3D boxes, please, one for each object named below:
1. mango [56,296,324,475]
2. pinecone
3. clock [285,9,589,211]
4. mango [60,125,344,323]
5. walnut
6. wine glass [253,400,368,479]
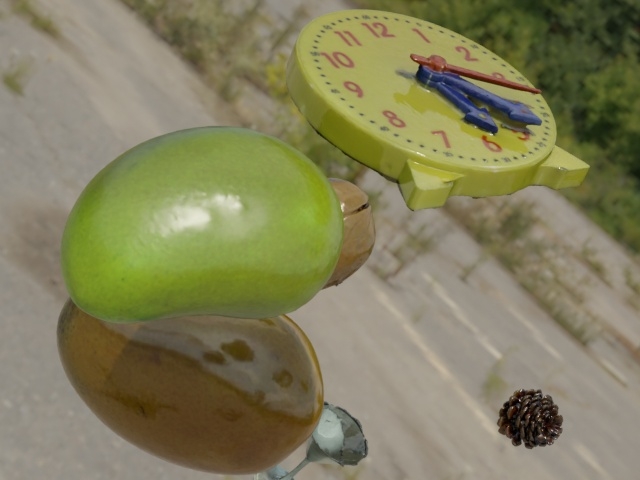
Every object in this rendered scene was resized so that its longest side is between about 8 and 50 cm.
[{"bbox_3d":[-0.180,0.179,1.883,0.378,0.264,0.221,23,35,-5],"label":"mango"},{"bbox_3d":[0.333,0.281,2.193,0.102,0.102,0.109,38,-14,-11],"label":"pinecone"},{"bbox_3d":[0.108,-0.148,1.374,0.277,0.071,0.293,-14,47,-41],"label":"clock"},{"bbox_3d":[-0.103,-0.017,1.247,0.273,0.149,0.185,0,61,-30],"label":"mango"},{"bbox_3d":[-0.001,0.001,2.178,0.167,0.211,0.087,51,0,-13],"label":"walnut"},{"bbox_3d":[-0.023,0.355,2.225,0.122,0.183,0.122,29,35,-23],"label":"wine glass"}]
